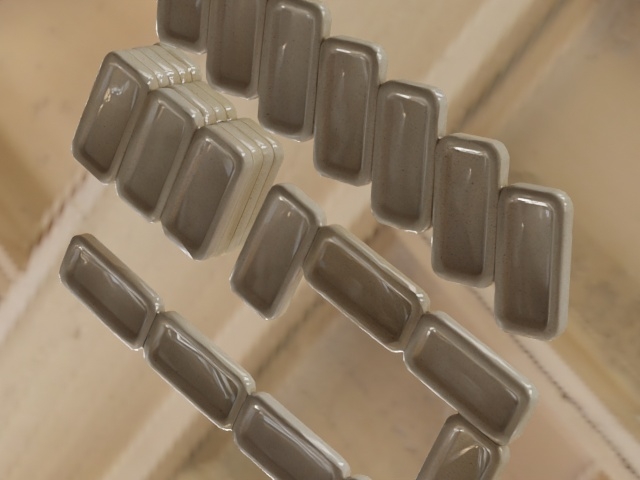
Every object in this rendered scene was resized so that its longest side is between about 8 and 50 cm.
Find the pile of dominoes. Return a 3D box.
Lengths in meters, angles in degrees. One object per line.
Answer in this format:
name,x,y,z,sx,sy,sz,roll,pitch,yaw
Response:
pile of dominoes,0.000,0.000,0.813,0.251,0.040,0.196,39,-57,24
